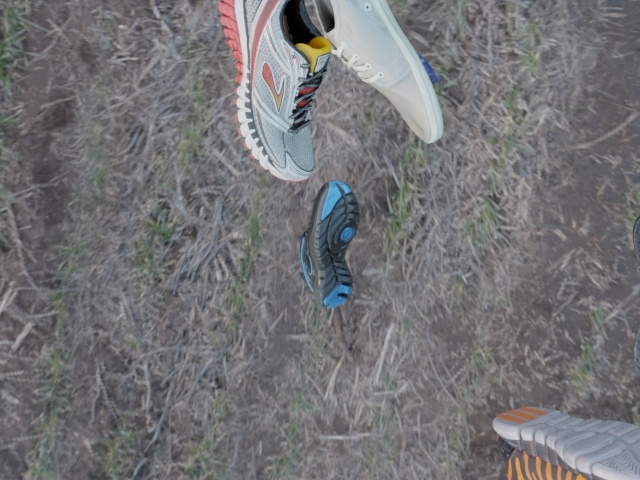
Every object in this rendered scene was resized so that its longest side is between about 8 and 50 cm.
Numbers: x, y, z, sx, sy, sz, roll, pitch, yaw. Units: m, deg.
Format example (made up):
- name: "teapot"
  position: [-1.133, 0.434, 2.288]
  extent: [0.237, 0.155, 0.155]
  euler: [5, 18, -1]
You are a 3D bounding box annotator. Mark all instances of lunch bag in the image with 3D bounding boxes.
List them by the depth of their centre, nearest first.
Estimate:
- name: "lunch bag"
  position: [0.225, -0.383, 1.673]
  extent: [0.067, 0.098, 0.065]
  euler: [-33, 80, 15]

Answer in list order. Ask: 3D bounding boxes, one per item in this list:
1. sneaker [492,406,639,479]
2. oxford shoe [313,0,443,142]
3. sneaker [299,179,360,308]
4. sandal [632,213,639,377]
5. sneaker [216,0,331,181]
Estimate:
- name: "sneaker"
  position: [0.367, 0.344, 0.997]
  extent: [0.125, 0.321, 0.180]
  euler: [-12, 92, -18]
- name: "oxford shoe"
  position: [0.096, -0.374, 1.427]
  extent: [0.130, 0.169, 0.449]
  euler: [-36, 108, -7]
- name: "sneaker"
  position: [0.000, 0.000, 1.663]
  extent: [0.125, 0.140, 0.340]
  euler: [-20, 134, -30]
- name: "sandal"
  position: [0.806, 0.140, 1.659]
  extent: [0.168, 0.107, 0.445]
  euler: [-1, 96, 27]
- name: "sneaker"
  position: [-0.035, -0.162, 0.727]
  extent: [0.093, 0.088, 0.225]
  euler: [3, 121, 25]
